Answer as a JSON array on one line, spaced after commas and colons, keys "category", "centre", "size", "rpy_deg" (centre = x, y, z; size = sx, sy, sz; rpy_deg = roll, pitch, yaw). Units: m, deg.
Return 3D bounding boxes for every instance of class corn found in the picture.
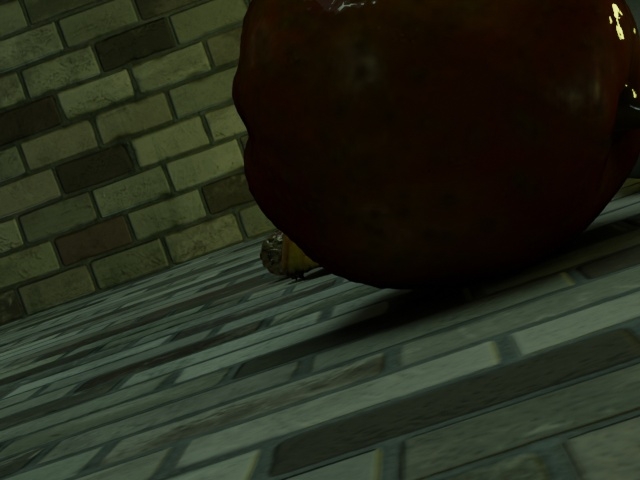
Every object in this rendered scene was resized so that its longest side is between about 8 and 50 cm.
[{"category": "corn", "centre": [0.000, 0.000, 2.021], "size": [0.079, 0.079, 0.237], "rpy_deg": [-16, 1, 42]}]

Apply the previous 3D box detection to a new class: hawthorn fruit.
[{"category": "hawthorn fruit", "centre": [0.130, -0.134, 1.175], "size": [0.402, 0.403, 0.403], "rpy_deg": [-19, 4, 1]}]

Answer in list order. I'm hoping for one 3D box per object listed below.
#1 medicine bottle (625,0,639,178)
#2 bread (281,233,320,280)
[{"category": "medicine bottle", "centre": [0.423, -0.226, 1.557], "size": [0.282, 0.123, 0.375], "rpy_deg": [-16, 35, 6]}, {"category": "bread", "centre": [0.050, -0.043, 1.870], "size": [0.260, 0.134, 0.129], "rpy_deg": [-22, 5, -34]}]
